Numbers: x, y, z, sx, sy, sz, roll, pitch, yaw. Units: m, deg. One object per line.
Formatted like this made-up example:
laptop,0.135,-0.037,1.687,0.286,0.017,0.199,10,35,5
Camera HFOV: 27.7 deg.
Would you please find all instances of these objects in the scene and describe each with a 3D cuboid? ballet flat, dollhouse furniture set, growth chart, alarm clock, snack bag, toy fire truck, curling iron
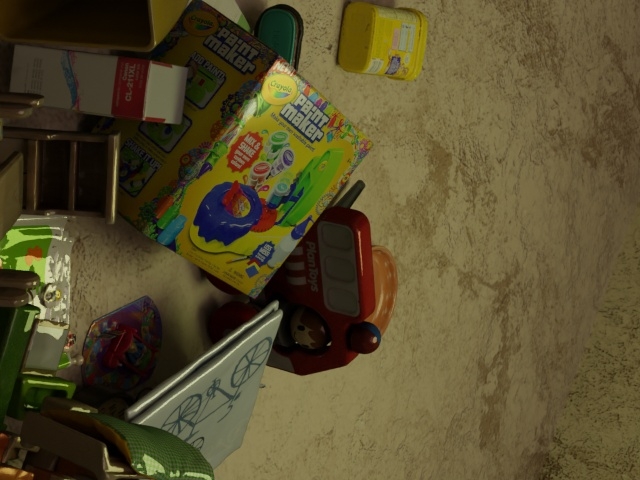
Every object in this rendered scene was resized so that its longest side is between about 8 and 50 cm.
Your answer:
ballet flat,-0.073,-0.210,1.938,0.096,0.095,0.280,-31,136,-82
dollhouse furniture set,-0.271,0.173,1.530,0.197,0.301,0.151,17,89,-54
growth chart,-0.367,0.069,1.646,0.172,0.021,0.237,-20,117,-53
alarm clock,-0.296,0.254,1.780,0.192,0.064,0.129,-30,129,-44
snack bag,-0.189,0.275,1.871,0.323,0.037,0.343,-38,155,-41
toy fire truck,-0.029,0.077,1.964,0.169,0.253,0.302,-37,131,-46
dollhouse furniture set,-0.316,-0.057,1.438,0.242,0.161,0.212,-100,-166,-75
curling iron,0.000,0.000,2.192,0.274,0.035,0.068,-59,148,-26

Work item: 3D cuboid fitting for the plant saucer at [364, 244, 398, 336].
plant saucer,0.076,0.104,2.350,0.200,0.037,0.200,-26,121,-52

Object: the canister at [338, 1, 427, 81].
canister,0.106,-0.338,2.201,0.170,0.073,0.126,-5,105,-56

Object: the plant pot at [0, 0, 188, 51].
plant pot,-0.251,-0.352,1.516,0.187,0.212,0.212,-45,138,-58

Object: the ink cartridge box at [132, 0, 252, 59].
ink cartridge box,-0.177,-0.284,1.789,0.235,0.056,0.171,62,48,-66

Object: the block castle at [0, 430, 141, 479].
block castle,-0.385,0.328,1.444,0.453,0.303,0.213,28,79,-56

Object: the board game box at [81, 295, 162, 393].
board game box,-0.266,0.159,1.827,0.168,0.033,0.133,-27,123,-51

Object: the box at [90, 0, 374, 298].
box,-0.127,-0.116,1.729,0.279,0.177,0.290,-53,147,2

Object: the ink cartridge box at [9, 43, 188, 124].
ink cartridge box,-0.264,-0.185,1.544,0.127,0.175,0.072,-15,113,-76
